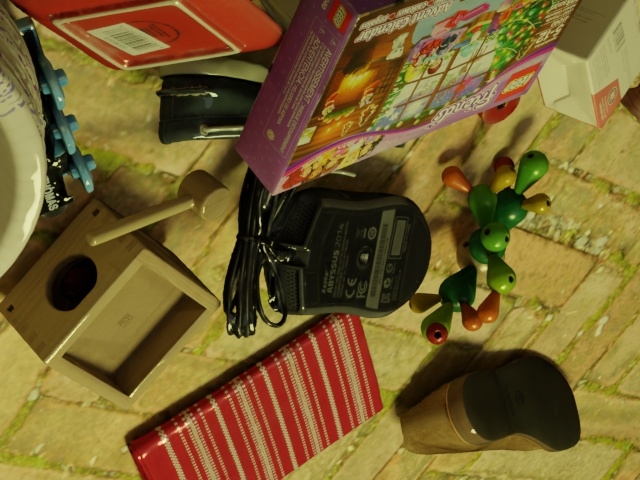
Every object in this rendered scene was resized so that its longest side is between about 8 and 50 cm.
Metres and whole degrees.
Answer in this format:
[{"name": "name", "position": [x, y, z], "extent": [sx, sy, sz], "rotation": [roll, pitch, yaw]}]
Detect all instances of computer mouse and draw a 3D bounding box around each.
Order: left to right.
[{"name": "computer mouse", "position": [0.000, 0.000, 1.715], "extent": [0.272, 0.072, 0.188], "rotation": [9, 94, -51]}]

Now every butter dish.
[{"name": "butter dish", "position": [-0.121, -0.199, 1.346], "extent": [0.159, 0.118, 0.160], "rotation": [-7, 163, 24]}]

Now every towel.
[{"name": "towel", "position": [-0.063, 0.191, 1.930], "extent": [0.275, 0.031, 0.199], "rotation": [-33, 144, -13]}]

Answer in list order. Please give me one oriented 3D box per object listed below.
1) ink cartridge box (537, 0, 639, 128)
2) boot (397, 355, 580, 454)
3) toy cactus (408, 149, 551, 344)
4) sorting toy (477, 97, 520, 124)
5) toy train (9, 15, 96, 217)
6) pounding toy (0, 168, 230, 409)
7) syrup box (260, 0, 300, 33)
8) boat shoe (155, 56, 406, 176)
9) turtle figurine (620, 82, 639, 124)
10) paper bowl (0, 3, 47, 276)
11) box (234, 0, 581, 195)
[{"name": "ink cartridge box", "position": [0.273, -0.217, 1.709], "extent": [0.198, 0.067, 0.115], "rotation": [-54, 151, -18]}, {"name": "boot", "position": [0.200, 0.201, 2.166], "extent": [0.115, 0.112, 0.305], "rotation": [-23, 162, 33]}, {"name": "toy cactus", "position": [0.153, 0.009, 1.861], "extent": [0.180, 0.112, 0.219], "rotation": [89, 21, -82]}, {"name": "sorting toy", "position": [0.149, -0.196, 1.666], "extent": [0.132, 0.046, 0.274], "rotation": [-44, 146, 7]}, {"name": "toy train", "position": [-0.223, -0.095, 1.369], "extent": [0.080, 0.105, 0.184], "rotation": [-24, 144, -9]}, {"name": "pounding toy", "position": [-0.168, 0.012, 1.568], "extent": [0.206, 0.094, 0.181], "rotation": [-49, 143, 2]}, {"name": "syrup box", "position": [0.068, -0.237, 1.496], "extent": [0.237, 0.093, 0.096], "rotation": [-40, 147, 0]}, {"name": "boat shoe", "position": [-0.025, -0.096, 1.540], "extent": [0.254, 0.095, 0.079], "rotation": [9, 85, -43]}, {"name": "turtle figurine", "position": [0.411, -0.189, 1.889], "extent": [0.217, 0.087, 0.269], "rotation": [-48, 146, 12]}, {"name": "paper bowl", "position": [-0.323, -0.078, 1.206], "extent": [0.284, 0.148, 0.284], "rotation": [-7, 131, -8]}, {"name": "box", "position": [0.086, -0.158, 1.447], "extent": [0.293, 0.057, 0.201], "rotation": [-24, 155, -36]}]
